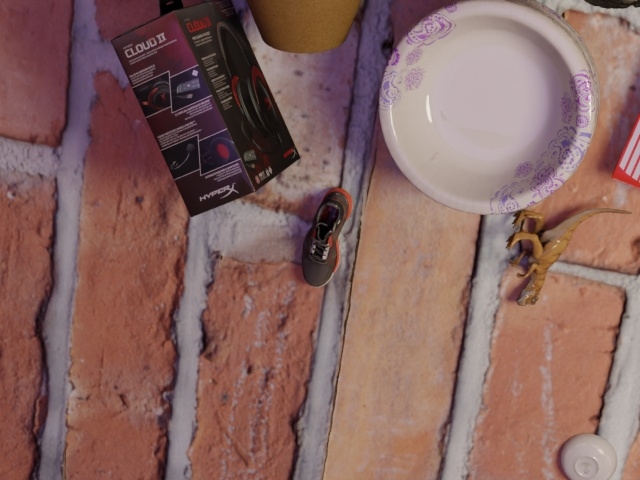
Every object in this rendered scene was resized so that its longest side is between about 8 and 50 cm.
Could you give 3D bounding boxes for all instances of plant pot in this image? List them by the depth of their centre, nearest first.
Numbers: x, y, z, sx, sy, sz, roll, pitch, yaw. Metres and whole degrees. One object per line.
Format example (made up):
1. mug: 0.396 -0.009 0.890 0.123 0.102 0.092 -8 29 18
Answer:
1. plant pot: -0.024 -0.388 1.672 0.237 0.237 0.254 10 122 14

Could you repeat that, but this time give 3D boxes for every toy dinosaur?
1. toy dinosaur: 0.325 -0.002 1.761 0.112 0.064 0.211 26 123 -11

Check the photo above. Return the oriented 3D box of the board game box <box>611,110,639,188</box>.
1. board game box: 0.491 -0.146 1.664 0.146 0.045 0.194 22 111 10

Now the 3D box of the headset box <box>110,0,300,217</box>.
1. headset box: -0.160 -0.206 1.756 0.110 0.218 0.293 -21 98 20

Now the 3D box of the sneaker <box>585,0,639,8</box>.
1. sneaker: 0.477 -0.431 1.504 0.410 0.158 0.182 -22 81 36

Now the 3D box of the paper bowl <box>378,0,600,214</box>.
1. paper bowl: 0.229 -0.186 1.678 0.284 0.148 0.284 5 108 16

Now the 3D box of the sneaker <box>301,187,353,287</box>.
1. sneaker: 0.000 0.000 1.850 0.061 0.065 0.158 18 110 12

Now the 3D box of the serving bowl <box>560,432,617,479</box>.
1. serving bowl: 0.392 0.327 1.845 0.083 0.027 0.083 5 108 16
